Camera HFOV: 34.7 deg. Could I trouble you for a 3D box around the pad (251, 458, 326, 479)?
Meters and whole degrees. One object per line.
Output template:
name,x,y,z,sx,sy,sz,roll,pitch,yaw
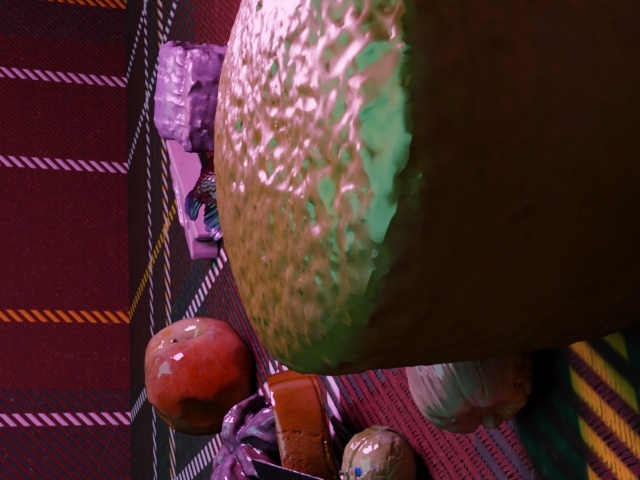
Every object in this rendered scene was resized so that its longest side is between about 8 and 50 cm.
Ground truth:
pad,0.013,0.329,1.197,0.211,0.003,0.143,4,123,45

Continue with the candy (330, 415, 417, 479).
candy,0.045,0.256,1.278,0.093,0.092,0.335,56,173,-7

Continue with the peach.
peach,-0.225,0.263,1.931,0.214,0.214,0.235,-117,16,-57

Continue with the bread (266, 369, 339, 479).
bread,-0.019,0.282,1.351,0.236,0.070,0.236,169,90,-85

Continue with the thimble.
thimble,-0.161,-0.236,1.706,0.205,0.236,0.172,14,103,30

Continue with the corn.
corn,0.114,0.035,0.977,0.122,0.123,0.305,-40,44,32

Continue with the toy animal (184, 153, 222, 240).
toy animal,-0.194,-0.112,1.980,0.179,0.116,0.218,110,162,-46

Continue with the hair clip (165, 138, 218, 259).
hair clip,-0.284,-0.100,2.320,0.331,0.085,0.101,-114,28,-42

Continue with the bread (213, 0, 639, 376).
bread,0.088,-0.073,0.762,0.348,0.307,0.348,-7,82,62

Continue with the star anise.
star anise,-0.114,0.344,1.590,0.359,0.139,0.316,-54,11,38
